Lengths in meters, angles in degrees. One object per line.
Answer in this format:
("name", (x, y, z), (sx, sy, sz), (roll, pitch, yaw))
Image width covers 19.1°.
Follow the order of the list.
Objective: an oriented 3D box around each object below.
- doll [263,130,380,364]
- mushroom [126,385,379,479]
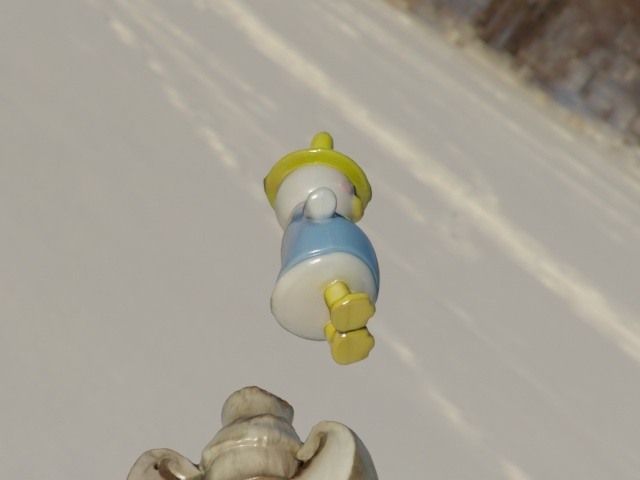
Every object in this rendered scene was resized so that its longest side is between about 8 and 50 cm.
("doll", (0.001, 0.000, 1.623), (0.135, 0.099, 0.241), (50, 24, -34))
("mushroom", (-0.062, 0.273, 1.926), (0.195, 0.254, 0.189), (-91, 172, -50))
